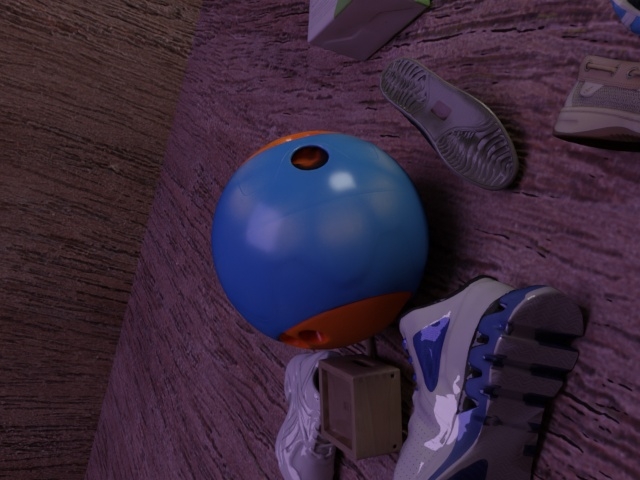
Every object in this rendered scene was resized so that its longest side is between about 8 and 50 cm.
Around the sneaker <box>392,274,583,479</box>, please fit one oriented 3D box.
[{"bbox_3d":[0.152,0.173,0.816,0.316,0.127,0.182,-67,24,8],"label":"sneaker"}]

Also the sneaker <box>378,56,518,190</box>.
[{"bbox_3d":[0.179,-0.144,0.940,0.083,0.118,0.222,-47,65,17],"label":"sneaker"}]

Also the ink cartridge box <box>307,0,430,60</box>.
[{"bbox_3d":[0.080,-0.508,1.220,0.207,0.119,0.354,-25,59,59],"label":"ink cartridge box"}]

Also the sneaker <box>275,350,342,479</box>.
[{"bbox_3d":[-0.004,0.271,1.109,0.115,0.090,0.232,-34,51,50],"label":"sneaker"}]

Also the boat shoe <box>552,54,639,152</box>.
[{"bbox_3d":[0.314,-0.121,0.616,0.302,0.109,0.098,-152,74,-69],"label":"boat shoe"}]

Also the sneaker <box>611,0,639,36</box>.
[{"bbox_3d":[0.351,-0.256,0.617,0.237,0.086,0.085,-43,42,48],"label":"sneaker"}]

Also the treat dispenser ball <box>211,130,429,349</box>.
[{"bbox_3d":[0.000,0.000,0.980,0.288,0.288,0.288,-35,49,54],"label":"treat dispenser ball"}]

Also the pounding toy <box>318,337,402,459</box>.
[{"bbox_3d":[0.059,0.209,1.019,0.141,0.100,0.130,-172,79,-66],"label":"pounding toy"}]
